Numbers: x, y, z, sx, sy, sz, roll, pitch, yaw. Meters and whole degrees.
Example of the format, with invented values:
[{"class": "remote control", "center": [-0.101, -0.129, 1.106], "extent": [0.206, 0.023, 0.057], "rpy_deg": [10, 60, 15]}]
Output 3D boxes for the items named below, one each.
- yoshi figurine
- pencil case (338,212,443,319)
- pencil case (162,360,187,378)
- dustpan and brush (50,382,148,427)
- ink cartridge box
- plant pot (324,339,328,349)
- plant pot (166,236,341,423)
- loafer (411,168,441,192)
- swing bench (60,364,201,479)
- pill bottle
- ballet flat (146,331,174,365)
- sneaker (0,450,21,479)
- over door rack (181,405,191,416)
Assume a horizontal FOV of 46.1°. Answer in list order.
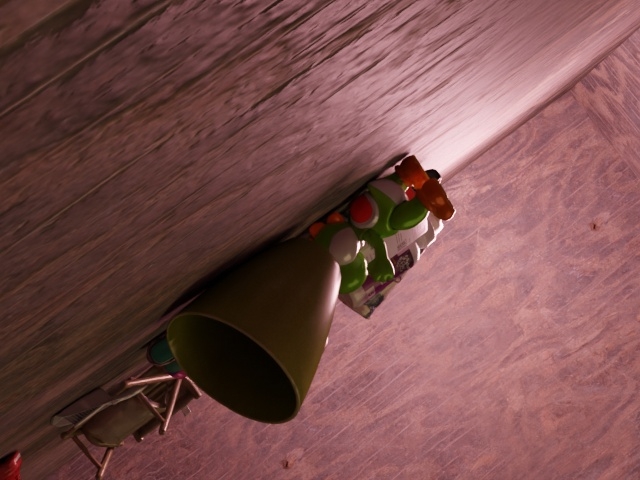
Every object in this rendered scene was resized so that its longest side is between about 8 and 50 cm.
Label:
[{"class": "yoshi figurine", "center": [0.113, -0.011, 1.663], "extent": [0.362, 0.203, 0.203], "rpy_deg": [-34, -178, 3]}, {"class": "pencil case", "center": [0.192, 0.048, 2.272], "extent": [0.410, 0.160, 0.183], "rpy_deg": [-53, -148, 11]}, {"class": "pencil case", "center": [-0.253, 0.211, 1.676], "extent": [0.236, 0.104, 0.104], "rpy_deg": [-38, 175, 13]}, {"class": "dustpan and brush", "center": [-0.482, 0.358, 1.653], "extent": [0.211, 0.060, 0.147], "rpy_deg": [-34, 175, -29]}, {"class": "ink cartridge box", "center": [0.122, -0.014, 1.853], "extent": [0.273, 0.114, 0.197], "rpy_deg": [-37, 160, -4]}, {"class": "plant pot", "center": [-0.076, 0.170, 1.933], "extent": [0.263, 0.263, 0.229], "rpy_deg": [-31, 153, -52]}, {"class": "plant pot", "center": [-0.086, 0.138, 1.398], "extent": [0.293, 0.275, 0.275], "rpy_deg": [-52, -174, -39]}, {"class": "loafer", "center": [0.240, -0.136, 2.020], "extent": [0.223, 0.076, 0.078], "rpy_deg": [-31, 150, -24]}, {"class": "swing bench", "center": [-0.492, 0.456, 1.983], "extent": [0.253, 0.165, 0.255], "rpy_deg": [-39, 180, 17]}, {"class": "pill bottle", "center": [0.160, 0.035, 2.045], "extent": [0.302, 0.169, 0.169], "rpy_deg": [-36, 175, -13]}, {"class": "ballet flat", "center": [-0.267, 0.188, 1.579], "extent": [0.222, 0.076, 0.079], "rpy_deg": [-31, -168, -16]}, {"class": "sneaker", "center": [-0.683, 0.554, 1.687], "extent": [0.087, 0.128, 0.221], "rpy_deg": [-35, 177, -31]}, {"class": "over door rack", "center": [-0.386, 0.394, 2.273], "extent": [0.240, 0.108, 0.324], "rpy_deg": [-35, -164, -25]}]
